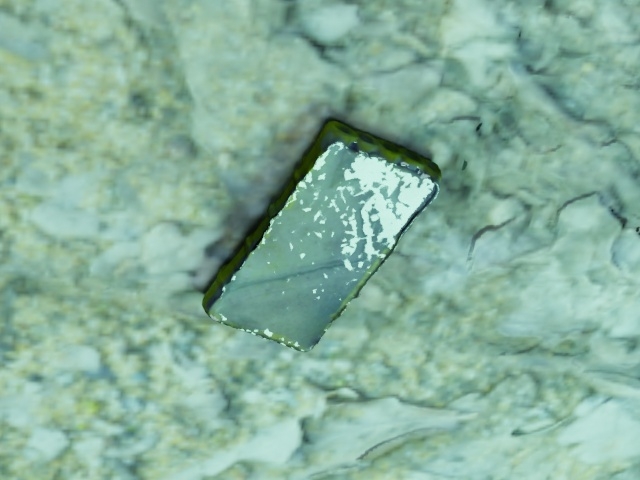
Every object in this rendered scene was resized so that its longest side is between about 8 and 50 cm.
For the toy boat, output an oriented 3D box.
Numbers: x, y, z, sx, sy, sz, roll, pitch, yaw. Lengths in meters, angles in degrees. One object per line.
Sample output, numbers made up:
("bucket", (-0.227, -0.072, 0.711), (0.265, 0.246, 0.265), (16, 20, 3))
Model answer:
("toy boat", (0.000, 0.000, 0.840), (0.063, 0.016, 0.115), (21, 123, -28))
